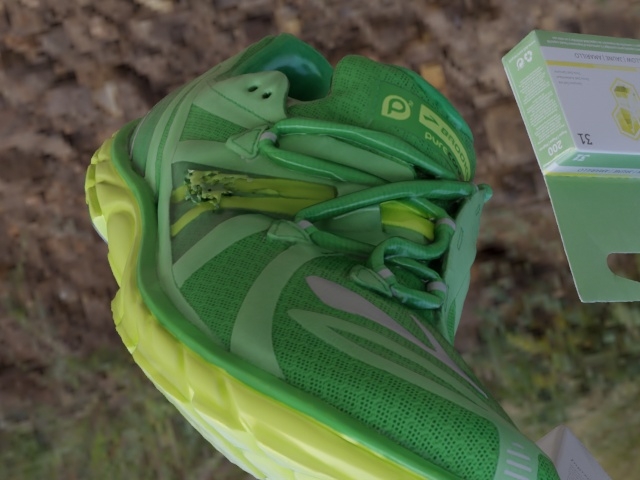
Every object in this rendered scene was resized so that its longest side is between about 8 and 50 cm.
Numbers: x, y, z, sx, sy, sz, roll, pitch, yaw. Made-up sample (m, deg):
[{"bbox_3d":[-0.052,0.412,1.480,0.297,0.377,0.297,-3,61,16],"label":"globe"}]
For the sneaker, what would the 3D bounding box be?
[{"bbox_3d":[0.000,0.000,0.519,0.123,0.109,0.295,-47,-148,6],"label":"sneaker"}]

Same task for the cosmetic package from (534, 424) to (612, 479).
[{"bbox_3d":[0.165,0.258,1.175,0.151,0.151,0.183,-41,179,16],"label":"cosmetic package"}]

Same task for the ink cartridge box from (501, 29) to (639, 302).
[{"bbox_3d":[0.265,-0.066,1.390,0.171,0.235,0.056,0,154,-36],"label":"ink cartridge box"}]
